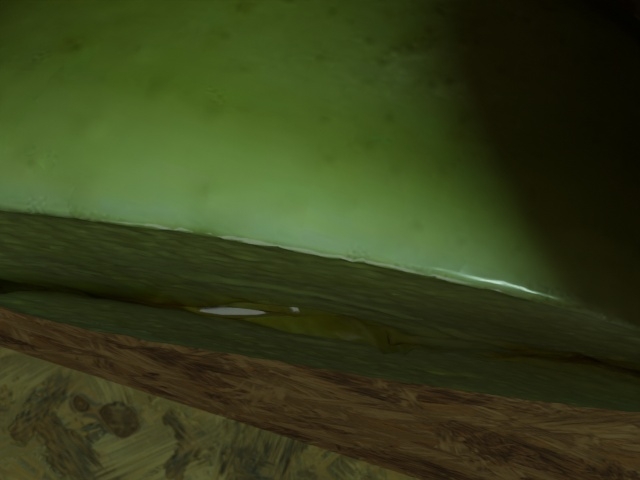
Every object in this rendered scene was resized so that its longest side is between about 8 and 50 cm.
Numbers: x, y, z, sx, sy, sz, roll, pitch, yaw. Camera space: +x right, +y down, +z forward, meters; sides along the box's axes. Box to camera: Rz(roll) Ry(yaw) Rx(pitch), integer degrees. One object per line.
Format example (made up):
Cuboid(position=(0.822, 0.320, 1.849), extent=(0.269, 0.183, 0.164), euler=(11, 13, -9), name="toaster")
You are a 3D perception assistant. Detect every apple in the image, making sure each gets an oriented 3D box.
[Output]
Cuboid(position=(0.000, 0.000, 0.759), extent=(0.360, 0.320, 0.312), euler=(6, 125, 14), name="apple")
